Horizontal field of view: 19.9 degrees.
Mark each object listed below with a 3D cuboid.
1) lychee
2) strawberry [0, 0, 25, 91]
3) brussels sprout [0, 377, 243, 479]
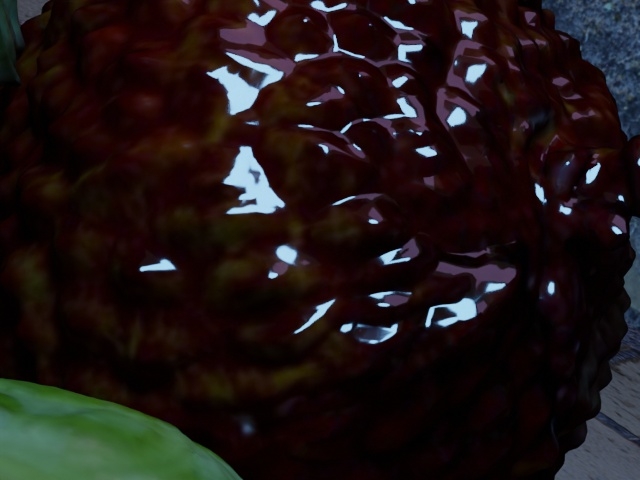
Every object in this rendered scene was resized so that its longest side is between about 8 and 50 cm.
[{"bbox_3d":[0.000,0.000,1.060,0.424,0.500,0.424,35,46,-47],"label":"lychee"},{"bbox_3d":[-0.333,-0.158,0.911,0.351,0.267,0.312,4,-10,6],"label":"strawberry"},{"bbox_3d":[-0.115,0.165,0.692,0.271,0.219,0.210,41,10,-12],"label":"brussels sprout"}]
